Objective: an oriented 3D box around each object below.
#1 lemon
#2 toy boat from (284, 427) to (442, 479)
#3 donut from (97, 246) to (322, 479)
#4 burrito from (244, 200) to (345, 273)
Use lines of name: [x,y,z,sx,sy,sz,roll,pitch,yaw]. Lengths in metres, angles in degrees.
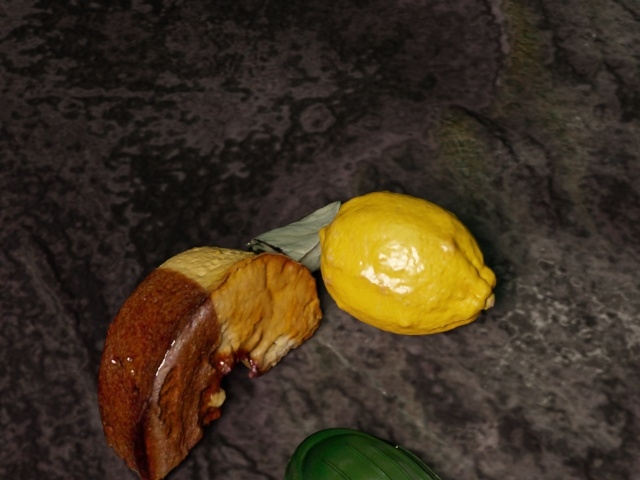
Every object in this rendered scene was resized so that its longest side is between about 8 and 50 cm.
lemon: [0.070,0.020,1.567,0.155,0.114,0.114,18,49,13]
toy boat: [0.052,0.207,1.430,0.104,0.052,0.210,-33,51,-23]
donut: [-0.097,0.074,1.522,0.085,0.141,0.217,23,46,33]
burrito: [-0.003,0.000,1.636,0.118,0.044,0.074,-23,22,-33]
